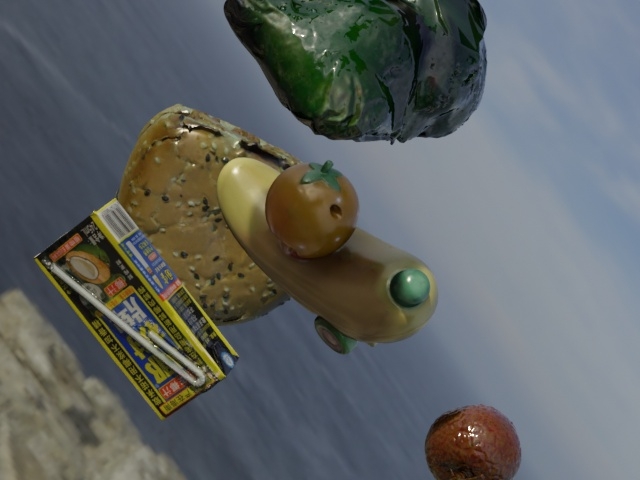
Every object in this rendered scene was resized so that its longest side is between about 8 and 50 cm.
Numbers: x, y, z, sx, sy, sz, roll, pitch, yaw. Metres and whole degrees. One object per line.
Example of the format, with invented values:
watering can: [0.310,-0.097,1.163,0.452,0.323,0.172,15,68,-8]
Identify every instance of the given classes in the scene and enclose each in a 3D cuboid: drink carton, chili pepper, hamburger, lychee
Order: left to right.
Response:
drink carton: [-0.144,0.055,0.999,0.165,0.071,0.056,52,21,-5]
hamburger: [-0.137,-0.029,1.779,0.318,0.276,0.195,23,14,-14]
chili pepper: [0.064,-0.158,1.033,0.264,0.116,0.148,-6,61,-52]
lychee: [0.156,0.224,1.332,0.140,0.114,0.101,-18,54,-43]

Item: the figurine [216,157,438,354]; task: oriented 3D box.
figurine: [0.000,0.000,1.471,0.324,0.124,0.222,39,-20,23]
